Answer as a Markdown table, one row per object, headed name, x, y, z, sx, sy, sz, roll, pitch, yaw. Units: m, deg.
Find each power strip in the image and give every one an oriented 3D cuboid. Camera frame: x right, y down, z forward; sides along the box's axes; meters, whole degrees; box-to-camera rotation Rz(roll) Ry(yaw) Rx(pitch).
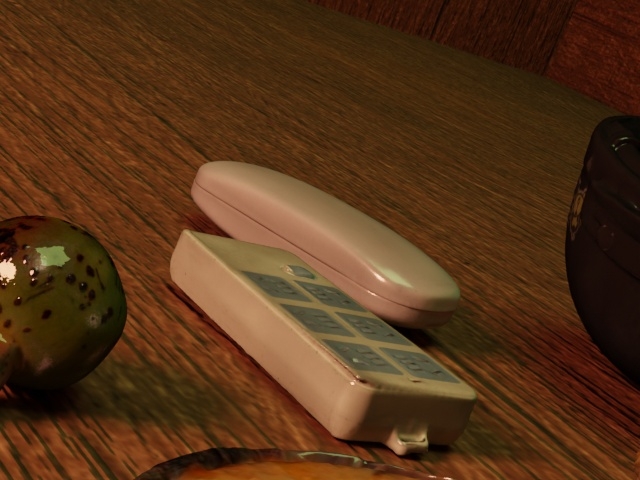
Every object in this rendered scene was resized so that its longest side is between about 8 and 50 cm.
| name | x | y | z | sx | sy | sz | roll | pitch | yaw |
| --- | --- | --- | --- | --- | --- | --- | --- | --- | --- |
| power strip | -0.004 | 0.046 | 0.700 | 0.081 | 0.035 | 0.192 | 10 | 18 | -39 |

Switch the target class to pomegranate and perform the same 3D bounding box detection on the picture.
| name | x | y | z | sx | sy | sz | roll | pitch | yaw |
| --- | --- | --- | --- | --- | --- | --- | --- | --- | --- |
| pomegranate | -0.119 | 0.026 | 0.543 | 0.073 | 0.073 | 0.084 | 30 | 32 | 35 |

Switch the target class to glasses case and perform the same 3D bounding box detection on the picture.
| name | x | y | z | sx | sy | sz | roll | pitch | yaw |
| --- | --- | --- | --- | --- | --- | --- | --- | --- | --- |
| glasses case | 0.000 | 0.000 | 0.853 | 0.197 | 0.049 | 0.076 | 31 | 17 | 35 |

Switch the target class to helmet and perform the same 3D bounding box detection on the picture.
| name | x | y | z | sx | sy | sz | roll | pitch | yaw |
| --- | --- | --- | --- | --- | --- | --- | --- | --- | --- |
| helmet | 0.256 | 0.032 | 0.884 | 0.230 | 0.160 | 0.279 | 23 | 26 | 9 |

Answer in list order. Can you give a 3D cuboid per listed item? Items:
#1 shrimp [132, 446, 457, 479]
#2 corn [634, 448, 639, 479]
| name | x | y | z | sx | sy | sz | roll | pitch | yaw |
| --- | --- | --- | --- | --- | --- | --- | --- | --- | --- |
| shrimp | 0.053 | 0.132 | 0.397 | 0.290 | 0.054 | 0.222 | 23 | 12 | 26 |
| corn | 0.277 | 0.149 | 0.548 | 0.321 | 0.119 | 0.119 | 22 | 13 | 25 |
